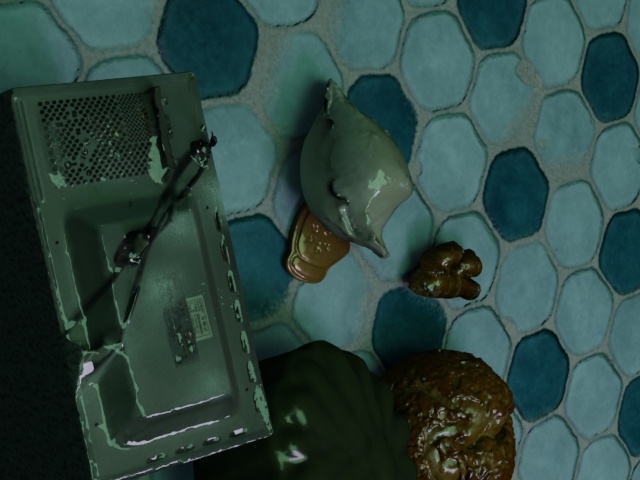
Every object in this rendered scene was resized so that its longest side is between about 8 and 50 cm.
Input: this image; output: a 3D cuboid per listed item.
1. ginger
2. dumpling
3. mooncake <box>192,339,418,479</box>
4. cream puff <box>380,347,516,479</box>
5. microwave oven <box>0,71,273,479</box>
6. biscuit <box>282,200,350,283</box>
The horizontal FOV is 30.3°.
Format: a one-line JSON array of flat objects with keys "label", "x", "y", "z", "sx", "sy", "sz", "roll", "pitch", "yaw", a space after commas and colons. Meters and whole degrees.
[{"label": "ginger", "x": 0.217, "y": 0.048, "z": 1.997, "sx": 0.162, "sy": 0.073, "sz": 0.103, "roll": 9, "pitch": 104, "yaw": -45}, {"label": "dumpling", "x": 0.070, "y": -0.105, "z": 1.813, "sx": 0.227, "sy": 0.175, "sz": 0.243, "roll": 21, "pitch": 85, "yaw": -66}, {"label": "mooncake", "x": -0.005, "y": 0.329, "z": 1.706, "sx": 0.356, "sy": 0.194, "sz": 0.356, "roll": 28, "pitch": 51, "yaw": -42}, {"label": "cream puff", "x": 0.207, "y": 0.326, "z": 1.933, "sx": 0.303, "sy": 0.212, "sz": 0.303, "roll": -1, "pitch": 91, "yaw": -36}, {"label": "microwave oven", "x": -0.269, "y": 0.052, "z": 1.396, "sx": 0.236, "sy": 0.374, "sz": 0.432, "roll": -12, "pitch": 89, "yaw": -38}, {"label": "biscuit", "x": 0.001, "y": 0.000, "z": 1.850, "sx": 0.118, "sy": 0.023, "sz": 0.140, "roll": 15, "pitch": 85, "yaw": -38}]
